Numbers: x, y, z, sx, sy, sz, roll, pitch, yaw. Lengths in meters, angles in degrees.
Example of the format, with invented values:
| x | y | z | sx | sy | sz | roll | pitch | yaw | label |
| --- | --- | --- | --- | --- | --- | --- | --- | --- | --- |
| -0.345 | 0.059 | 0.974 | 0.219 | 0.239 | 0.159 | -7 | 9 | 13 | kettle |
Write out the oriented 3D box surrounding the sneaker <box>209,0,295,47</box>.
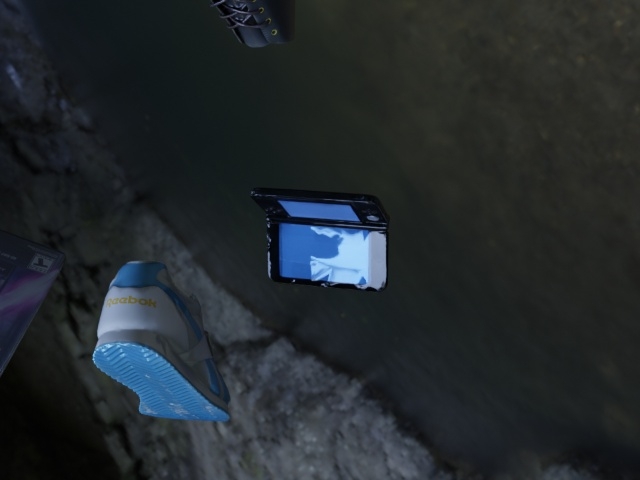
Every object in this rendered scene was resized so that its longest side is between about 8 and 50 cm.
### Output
| x | y | z | sx | sy | sz | roll | pitch | yaw | label |
| --- | --- | --- | --- | --- | --- | --- | --- | --- | --- |
| -0.081 | -0.236 | 0.907 | 0.083 | 0.222 | 0.118 | 7 | 106 | 32 | sneaker |

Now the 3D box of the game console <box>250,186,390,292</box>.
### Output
| x | y | z | sx | sy | sz | roll | pitch | yaw | label |
| --- | --- | --- | --- | --- | --- | --- | --- | --- | --- |
| 0.000 | 0.000 | 0.926 | 0.107 | 0.122 | 0.071 | 50 | -135 | -71 | game console |

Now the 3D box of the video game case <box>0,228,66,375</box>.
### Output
| x | y | z | sx | sy | sz | roll | pitch | yaw | label |
| --- | --- | --- | --- | --- | --- | --- | --- | --- | --- |
| -0.372 | 0.052 | 0.922 | 0.196 | 0.026 | 0.274 | 21 | -153 | -8 | video game case |

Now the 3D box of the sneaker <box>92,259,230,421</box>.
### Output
| x | y | z | sx | sy | sz | roll | pitch | yaw | label |
| --- | --- | --- | --- | --- | --- | --- | --- | --- | --- |
| -0.128 | 0.100 | 0.872 | 0.228 | 0.087 | 0.092 | 76 | -163 | -60 | sneaker |
